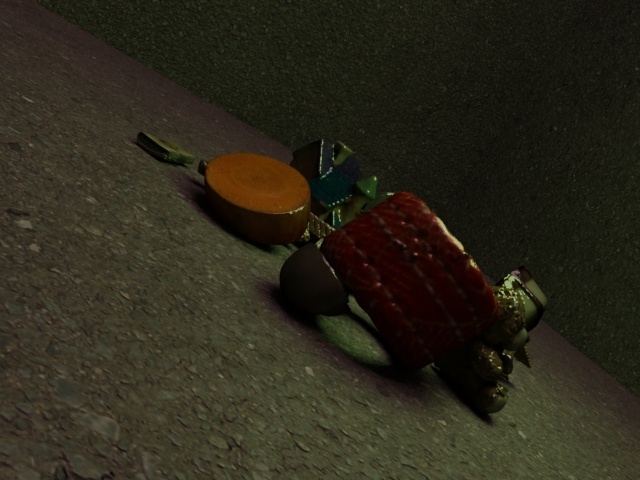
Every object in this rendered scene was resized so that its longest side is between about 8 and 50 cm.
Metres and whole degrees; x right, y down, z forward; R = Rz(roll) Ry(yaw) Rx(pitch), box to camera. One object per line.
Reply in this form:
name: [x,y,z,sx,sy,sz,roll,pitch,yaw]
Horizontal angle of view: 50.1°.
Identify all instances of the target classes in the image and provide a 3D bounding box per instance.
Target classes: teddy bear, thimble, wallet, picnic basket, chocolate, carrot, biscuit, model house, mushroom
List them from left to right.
wallet: [-0.408,-0.239,1.821,0.110,0.039,0.155,33,10,16]
carrot: [-0.153,-0.113,1.649,0.258,0.100,0.307,-9,40,-35]
mushroom: [-0.019,0.082,1.328,0.188,0.117,0.141,-125,-162,-74]
picnic basket: [0.000,0.000,1.820,0.193,0.055,0.110,36,-31,6]
model house: [0.037,-0.134,2.014,0.245,0.280,0.312,23,16,-46]
thimble: [0.174,0.078,1.389,0.350,0.230,0.350,55,-2,3]
teddy bear: [0.368,0.218,1.508,0.156,0.256,0.267,29,10,1]
biscuit: [0.486,0.247,1.816,0.144,0.016,0.203,31,-23,44]
chocolate: [0.632,0.235,2.288,0.186,0.283,0.283,53,15,14]

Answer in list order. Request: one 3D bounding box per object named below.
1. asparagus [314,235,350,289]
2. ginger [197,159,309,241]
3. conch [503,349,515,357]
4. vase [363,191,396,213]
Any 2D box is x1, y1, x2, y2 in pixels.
asparagus: [0.105,0.081,1.724,0.382,0.108,0.128,26,14,-32]
ginger: [-0.170,-0.090,1.763,0.333,0.080,0.166,34,4,22]
conch: [0.396,0.272,1.755,0.178,0.163,0.245,-1,6,36]
vase: [0.206,-0.061,2.425,0.245,0.245,0.291,31,2,-13]
